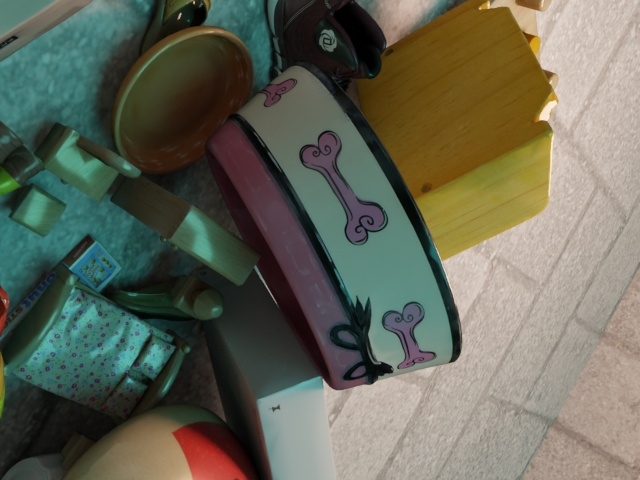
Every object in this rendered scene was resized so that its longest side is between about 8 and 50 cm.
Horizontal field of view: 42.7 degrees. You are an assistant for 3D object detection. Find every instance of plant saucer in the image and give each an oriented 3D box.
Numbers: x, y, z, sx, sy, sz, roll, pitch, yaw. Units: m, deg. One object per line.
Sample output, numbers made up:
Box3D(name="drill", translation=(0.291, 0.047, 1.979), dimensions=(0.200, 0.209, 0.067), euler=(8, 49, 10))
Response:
Box3D(name="plant saucer", translation=(-0.168, -0.170, 0.977), dimensions=(0.200, 0.037, 0.200), euler=(-36, 152, -23))

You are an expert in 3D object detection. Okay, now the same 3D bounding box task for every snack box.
Box3D(name="snack box", translation=(-0.325, 0.078, 1.001), dimensions=(0.178, 0.022, 0.064), euler=(-49, 142, -16))

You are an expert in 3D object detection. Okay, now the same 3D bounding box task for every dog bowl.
Box3D(name="dog bowl", translation=(0.000, 0.000, 0.991), dimensions=(0.150, 0.408, 0.408), euler=(-27, 137, -9))

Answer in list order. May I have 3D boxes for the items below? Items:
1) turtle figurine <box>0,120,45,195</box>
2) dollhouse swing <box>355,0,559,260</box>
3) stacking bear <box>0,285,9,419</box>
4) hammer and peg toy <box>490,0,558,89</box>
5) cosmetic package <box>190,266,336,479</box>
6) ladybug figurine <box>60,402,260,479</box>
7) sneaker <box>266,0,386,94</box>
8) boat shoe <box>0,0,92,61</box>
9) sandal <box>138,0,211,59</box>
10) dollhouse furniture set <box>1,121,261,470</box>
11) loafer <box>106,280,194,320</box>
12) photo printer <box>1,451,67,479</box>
Box3D(name="turtle figurine", translation=(-0.374, -0.030, 0.772), dimensions=(0.217, 0.087, 0.269), euler=(-47, 155, -12))
Box3D(name="dollhouse swing", translation=(0.211, -0.093, 1.184), dimensions=(0.315, 0.347, 0.305), euler=(-27, 129, 17))
Box3D(name="stacking bear", translation=(-0.382, 0.136, 0.789), dimensions=(0.289, 0.175, 0.164), euler=(-60, 178, 32))
Box3D(name="hammer and peg toy", translation=(0.259, -0.265, 1.386), dimensions=(0.361, 0.127, 0.266), euler=(-46, 142, -19))
Box3D(name="cosmetic package", translation=(-0.073, 0.254, 1.179), dimensions=(0.097, 0.284, 0.378), euler=(-17, 127, -14))
Box3D(name="ladybug figurine", translation=(-0.188, 0.368, 1.036), dimensions=(0.305, 0.161, 0.449), euler=(-63, 160, -6))
Box3D(name="sneaker", translation=(0.016, -0.212, 1.096), dimensions=(0.106, 0.162, 0.282), euler=(-38, 138, -28))
Box3D(name="boat shoe", translation=(-0.364, -0.203, 0.703), dimensions=(0.340, 0.127, 0.158), euler=(-35, 102, -7))
Box3D(name="sandal", translation=(-0.158, -0.268, 0.944), dimensions=(0.072, 0.049, 0.180), euler=(3, 111, -52))
Box3D(name="dollhouse furniture set", translation=(-0.254, 0.103, 0.924), dimensions=(0.303, 0.173, 0.356), euler=(38, 82, -40))
Box3D(name="loafer", translation=(-0.226, 0.080, 1.102), dimensions=(0.148, 0.056, 0.050), euler=(13, 66, -46))
Box3D(name="photo printer", translation=(-0.372, 0.432, 1.111), dimensions=(0.308, 0.107, 0.256), euler=(-58, 146, -5))
